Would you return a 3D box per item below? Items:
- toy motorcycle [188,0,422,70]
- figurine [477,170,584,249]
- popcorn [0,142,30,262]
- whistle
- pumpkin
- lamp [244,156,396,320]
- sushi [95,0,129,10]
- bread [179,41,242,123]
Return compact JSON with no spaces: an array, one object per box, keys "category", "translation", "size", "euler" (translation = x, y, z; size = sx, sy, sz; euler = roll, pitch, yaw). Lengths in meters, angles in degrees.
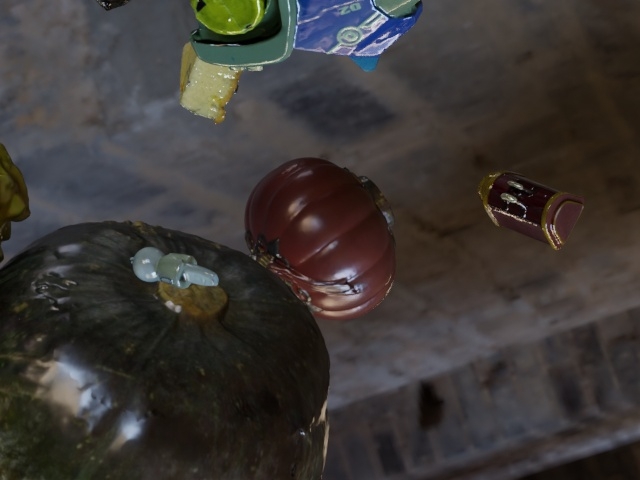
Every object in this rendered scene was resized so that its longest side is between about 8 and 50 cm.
[{"category":"toy motorcycle","translation":[0.000,-0.314,1.846],"size":[0.191,0.326,0.200],"euler":[-77,168,-45]},{"category":"figurine","translation":[0.279,-0.056,2.008],"size":[0.154,0.082,0.098],"euler":[25,-1,40]},{"category":"popcorn","translation":[-0.426,-0.035,1.565],"size":[0.181,0.217,0.235],"euler":[46,35,11]},{"category":"whistle","translation":[-0.142,0.028,1.372],"size":[0.035,0.100,0.035],"euler":[-32,127,-54]},{"category":"pumpkin","translation":[-0.199,0.184,1.607],"size":[0.454,0.344,0.454],"euler":[23,29,-14]},{"category":"lamp","translation":[0.000,0.000,2.489],"size":[0.303,0.257,0.303],"euler":[49,-15,18]},{"category":"sushi","translation":[-0.314,-0.499,1.977],"size":[0.350,0.171,0.211],"euler":[64,2,-7]},{"category":"bread","translation":[-0.147,-0.227,1.960],"size":[0.084,0.080,0.109],"euler":[16,65,-34]}]
